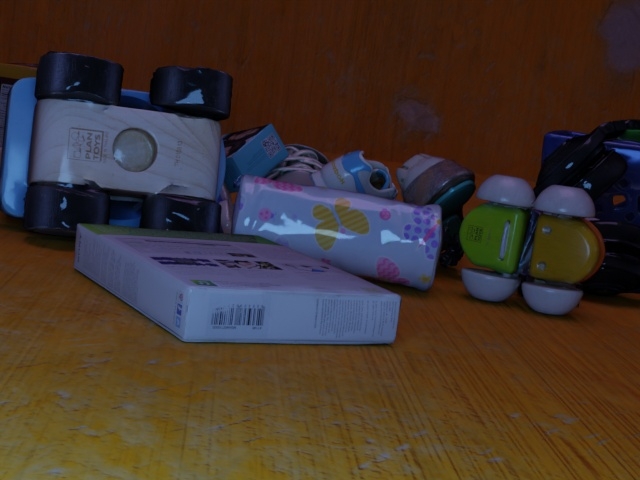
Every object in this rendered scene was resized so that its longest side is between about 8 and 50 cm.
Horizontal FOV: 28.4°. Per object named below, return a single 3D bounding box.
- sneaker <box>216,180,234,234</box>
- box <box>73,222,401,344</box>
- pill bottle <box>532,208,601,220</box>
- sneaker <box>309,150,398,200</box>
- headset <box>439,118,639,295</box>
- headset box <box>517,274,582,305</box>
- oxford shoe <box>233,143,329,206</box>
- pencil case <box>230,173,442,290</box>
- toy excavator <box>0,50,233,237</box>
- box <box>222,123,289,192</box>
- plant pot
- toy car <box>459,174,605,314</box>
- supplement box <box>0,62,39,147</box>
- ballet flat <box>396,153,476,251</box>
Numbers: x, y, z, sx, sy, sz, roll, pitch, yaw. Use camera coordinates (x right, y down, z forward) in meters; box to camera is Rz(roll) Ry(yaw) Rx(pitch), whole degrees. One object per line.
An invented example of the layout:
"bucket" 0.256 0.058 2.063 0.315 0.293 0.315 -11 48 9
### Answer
"sneaker" -0.168 -0.037 1.827 0.085 0.058 0.152 -23 38 2
"box" -0.098 0.042 1.324 0.232 0.058 0.322 4 10 -30
"pill bottle" 0.384 0.005 1.940 0.094 0.094 0.169 1 10 -42
"sneaker" 0.076 -0.056 1.849 0.092 0.087 0.229 -32 -30 14
"headset" 0.369 -0.028 1.798 0.394 0.243 0.185 -12 -12 -15
"headset box" 0.298 0.061 1.677 0.083 0.032 0.062 10 8 -1
"oxford shoe" -0.045 -0.077 1.964 0.169 0.130 0.449 12 10 -3
"pencil case" 0.019 -0.007 1.591 0.273 0.113 0.124 8 -16 0
"toy excavator" -0.366 -0.107 1.721 0.433 0.222 0.445 5 -5 -19
"box" -0.169 -0.116 1.975 0.244 0.060 0.100 -7 29 48
"plant pot" 0.481 -0.063 2.099 0.236 0.212 0.236 11 7 15
"toy car" 0.271 0.003 1.602 0.182 0.159 0.136 11 7 24
"supplement box" -0.439 -0.182 2.049 0.129 0.194 0.191 9 8 5
"ballet flat" 0.154 -0.064 1.835 0.108 0.106 0.316 -32 -14 -8
